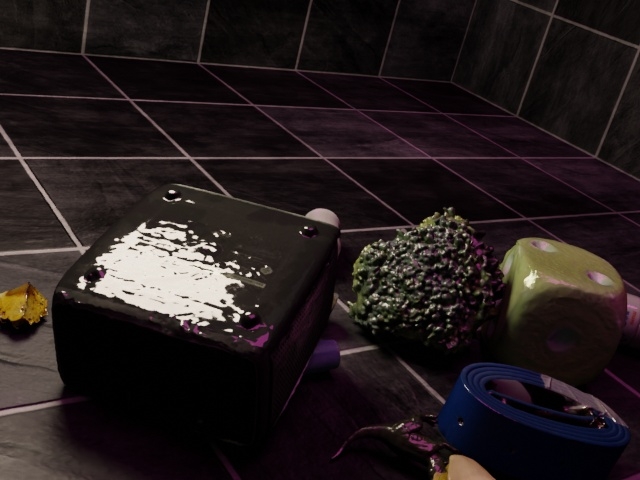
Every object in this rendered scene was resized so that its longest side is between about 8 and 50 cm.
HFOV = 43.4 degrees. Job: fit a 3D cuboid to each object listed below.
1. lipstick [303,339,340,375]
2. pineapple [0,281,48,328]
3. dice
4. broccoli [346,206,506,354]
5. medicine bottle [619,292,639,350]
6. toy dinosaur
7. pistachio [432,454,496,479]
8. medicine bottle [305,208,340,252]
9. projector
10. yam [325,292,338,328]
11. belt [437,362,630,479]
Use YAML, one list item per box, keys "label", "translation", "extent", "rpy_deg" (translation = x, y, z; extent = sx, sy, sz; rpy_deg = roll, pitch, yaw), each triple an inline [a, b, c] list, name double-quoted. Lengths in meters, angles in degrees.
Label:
- label: "lipstick"
  translation: [-0.096, 0.231, 1.517]
  extent: [0.273, 0.061, 0.068]
  rpy_deg: [-4, 51, -25]
- label: "pineapple"
  translation: [-0.571, 0.116, 1.489]
  extent: [0.114, 0.077, 0.114]
  rpy_deg: [0, 21, 1]
- label: "dice"
  translation: [0.511, 0.154, 1.784]
  extent: [0.254, 0.252, 0.250]
  rpy_deg: [15, 24, -5]
- label: "broccoli"
  translation: [0.233, 0.119, 1.771]
  extent: [0.294, 0.347, 0.281]
  rpy_deg: [65, 5, 11]
- label: "medicine bottle"
  translation: [0.718, 0.185, 1.987]
  extent: [0.340, 0.130, 0.130]
  rpy_deg: [17, 25, 4]
- label: "toy dinosaur"
  translation: [0.141, 0.360, 1.349]
  extent: [0.178, 0.087, 0.187]
  rpy_deg: [-8, 32, -43]
- label: "pistachio"
  translation: [0.250, 0.426, 1.240]
  extent: [0.145, 0.117, 0.200]
  rpy_deg: [19, 16, -32]
- label: "medicine bottle"
  translation: [0.000, 0.000, 2.006]
  extent: [0.102, 0.103, 0.187]
  rpy_deg: [13, 25, -5]
- label: "projector"
  translation: [-0.202, 0.106, 1.415]
  extent: [0.394, 0.242, 0.405]
  rpy_deg: [16, 36, 13]
- label: "yam"
  translation: [-0.094, 0.128, 1.702]
  extent: [0.259, 0.093, 0.093]
  rpy_deg: [12, 25, -9]
- label: "belt"
  translation: [0.384, 0.335, 1.458]
  extent: [0.346, 0.117, 0.212]
  rpy_deg: [16, 21, -16]
